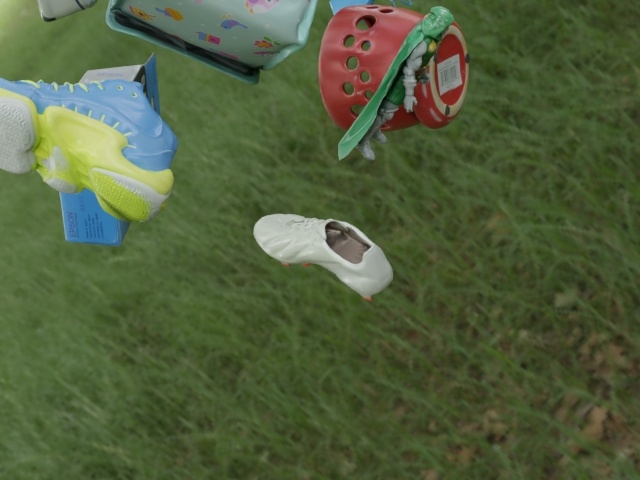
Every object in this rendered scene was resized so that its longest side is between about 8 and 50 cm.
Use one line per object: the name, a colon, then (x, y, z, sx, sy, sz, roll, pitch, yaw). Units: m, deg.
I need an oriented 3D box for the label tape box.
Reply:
label tape box: (-0.382, -0.177, 1.948, 0.333, 0.106, 0.240, -79, -9, -59)

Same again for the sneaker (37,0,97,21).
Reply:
sneaker: (-0.377, -0.393, 1.327, 0.091, 0.258, 0.094, -29, 16, 0)

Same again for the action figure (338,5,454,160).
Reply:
action figure: (0.108, -0.208, 1.381, 0.232, 0.064, 0.137, -60, -1, 42)

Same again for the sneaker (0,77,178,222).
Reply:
sneaker: (-0.244, -0.116, 1.027, 0.091, 0.240, 0.126, -41, 23, 49)

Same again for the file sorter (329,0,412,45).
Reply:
file sorter: (0.120, -0.513, 2.248, 0.170, 0.105, 0.118, -48, 40, 31)

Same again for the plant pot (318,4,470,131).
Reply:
plant pot: (0.115, -0.255, 1.577, 0.174, 0.191, 0.191, 4, 49, 32)

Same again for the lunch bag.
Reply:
lunch bag: (-0.136, -0.299, 1.297, 0.262, 0.224, 0.160, -11, 62, 69)

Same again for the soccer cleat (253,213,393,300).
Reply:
soccer cleat: (0.000, 0.000, 1.178, 0.196, 0.076, 0.068, 24, 56, 37)
